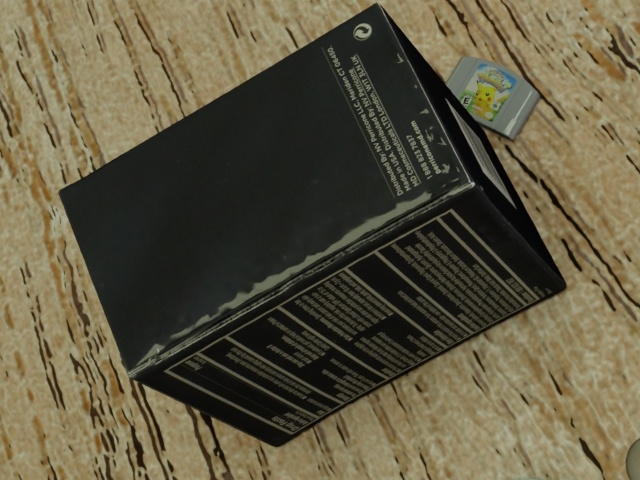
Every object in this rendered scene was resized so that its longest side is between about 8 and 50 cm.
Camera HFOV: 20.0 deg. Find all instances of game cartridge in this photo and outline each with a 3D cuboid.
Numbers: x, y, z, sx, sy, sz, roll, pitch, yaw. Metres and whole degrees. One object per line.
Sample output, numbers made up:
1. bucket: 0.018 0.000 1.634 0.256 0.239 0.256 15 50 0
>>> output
1. game cartridge: 0.148 -0.128 1.593 0.083 0.017 0.056 28 81 27

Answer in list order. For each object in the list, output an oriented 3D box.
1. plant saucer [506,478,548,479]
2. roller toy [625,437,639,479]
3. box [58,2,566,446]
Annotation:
1. plant saucer: 0.166 0.287 1.438 0.195 0.037 0.195 -6 72 20
2. roller toy: 0.318 0.199 1.317 0.146 0.209 0.191 -38 69 7
3. box: 0.000 0.000 1.452 0.294 0.296 0.183 -30 65 10
